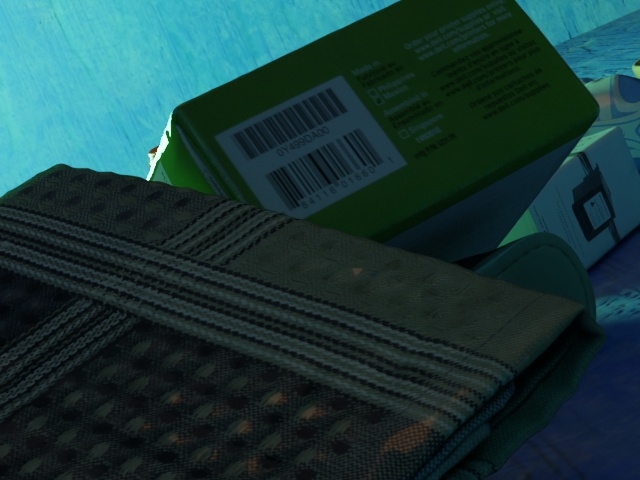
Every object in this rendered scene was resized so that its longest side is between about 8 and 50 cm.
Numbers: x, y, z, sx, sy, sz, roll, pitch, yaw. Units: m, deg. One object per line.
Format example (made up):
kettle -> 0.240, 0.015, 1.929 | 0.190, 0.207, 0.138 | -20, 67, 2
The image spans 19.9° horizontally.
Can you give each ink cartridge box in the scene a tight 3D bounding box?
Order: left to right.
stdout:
ink cartridge box -> 0.000, 0.000, 0.911 | 0.188, 0.097, 0.255 | -28, -16, -28
ink cartridge box -> 0.117, -0.007, 1.086 | 0.109, 0.063, 0.150 | -19, 8, 35

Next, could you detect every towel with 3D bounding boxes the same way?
towel -> -0.107, 0.085, 0.652 | 0.324, 0.056, 0.312 | 16, 41, 43

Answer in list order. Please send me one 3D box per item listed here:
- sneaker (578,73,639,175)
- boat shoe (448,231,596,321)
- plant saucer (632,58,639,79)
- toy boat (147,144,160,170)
sneaker -> 0.215, -0.077, 1.310 | 0.086, 0.085, 0.237 | 4, 6, 5
boat shoe -> 0.035, 0.057, 0.808 | 0.068, 0.081, 0.227 | -21, -1, 44
plant saucer -> 0.391, -0.186, 1.707 | 0.200, 0.037, 0.200 | -23, 7, 3
toy boat -> 0.004, -0.031, 1.451 | 0.318, 0.148, 0.267 | -9, 18, 35
